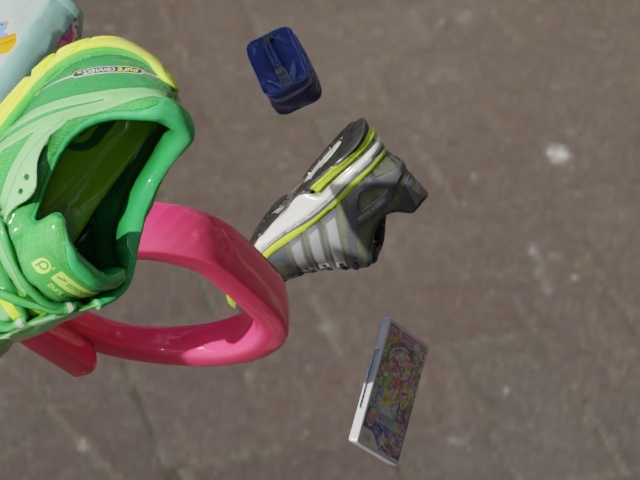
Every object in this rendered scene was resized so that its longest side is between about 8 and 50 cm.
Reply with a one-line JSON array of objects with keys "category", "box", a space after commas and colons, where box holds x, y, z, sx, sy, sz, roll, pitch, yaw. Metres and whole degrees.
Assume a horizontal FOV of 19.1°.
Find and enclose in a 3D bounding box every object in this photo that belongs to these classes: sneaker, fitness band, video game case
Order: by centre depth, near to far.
[{"category": "sneaker", "box": [-0.185, 0.009, 1.121, 0.295, 0.109, 0.123, -54, 38, 0]}, {"category": "fitness band", "box": [-0.142, 0.045, 1.538, 0.209, 0.291, 0.054, -13, 65, 16]}, {"category": "video game case", "box": [0.066, 0.143, 1.794, 0.011, 0.087, 0.122, 7, 73, 32]}, {"category": "sneaker", "box": [0.000, 0.000, 2.114, 0.121, 0.300, 0.111, 38, 40, -8]}]

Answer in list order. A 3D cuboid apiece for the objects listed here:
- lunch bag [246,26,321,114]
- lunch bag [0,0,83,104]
[{"category": "lunch bag", "box": [-0.046, -0.211, 2.311, 0.067, 0.065, 0.098, -26, 62, 4]}, {"category": "lunch bag", "box": [-0.302, -0.075, 1.443, 0.262, 0.160, 0.223, -16, 34, 45]}]
